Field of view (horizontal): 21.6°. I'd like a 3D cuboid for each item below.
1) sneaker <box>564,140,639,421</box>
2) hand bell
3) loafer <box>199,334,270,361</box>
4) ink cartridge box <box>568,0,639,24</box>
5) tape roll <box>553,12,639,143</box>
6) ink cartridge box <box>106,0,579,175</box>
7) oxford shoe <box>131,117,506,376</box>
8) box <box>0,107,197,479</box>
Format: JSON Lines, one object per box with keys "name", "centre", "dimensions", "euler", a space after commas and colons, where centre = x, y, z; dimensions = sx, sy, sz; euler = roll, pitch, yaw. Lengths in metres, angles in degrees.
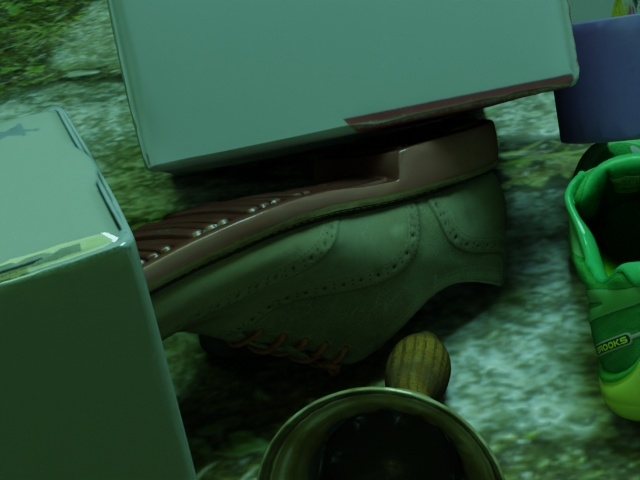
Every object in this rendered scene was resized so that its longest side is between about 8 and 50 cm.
{"name": "sneaker", "centre": [0.205, -0.007, 1.015], "dimensions": [0.109, 0.123, 0.295], "euler": [-8, 24, 6]}
{"name": "hand bell", "centre": [0.049, 0.099, 0.932], "dimensions": [0.126, 0.126, 0.242], "euler": [-6, 14, 11]}
{"name": "loafer", "centre": [0.000, 0.000, 1.136], "dimensions": [0.080, 0.078, 0.220], "euler": [10, 34, 37]}
{"name": "ink cartridge box", "centre": [0.245, -0.246, 1.419], "dimensions": [0.233, 0.168, 0.171], "euler": [-8, 28, 8]}
{"name": "tape roll", "centre": [0.248, -0.117, 1.112], "dimensions": [0.189, 0.080, 0.189], "euler": [-9, 7, 1]}
{"name": "ink cartridge box", "centre": [0.002, -0.148, 1.194], "dimensions": [0.279, 0.160, 0.385], "euler": [-12, 3, -3]}
{"name": "oxford shoe", "centre": [-0.017, 0.030, 1.015], "dimensions": [0.348, 0.130, 0.123], "euler": [-21, 11, -27]}
{"name": "box", "centre": [-0.112, 0.120, 0.687], "dimensions": [0.121, 0.311, 0.148], "euler": [-17, 27, -11]}
